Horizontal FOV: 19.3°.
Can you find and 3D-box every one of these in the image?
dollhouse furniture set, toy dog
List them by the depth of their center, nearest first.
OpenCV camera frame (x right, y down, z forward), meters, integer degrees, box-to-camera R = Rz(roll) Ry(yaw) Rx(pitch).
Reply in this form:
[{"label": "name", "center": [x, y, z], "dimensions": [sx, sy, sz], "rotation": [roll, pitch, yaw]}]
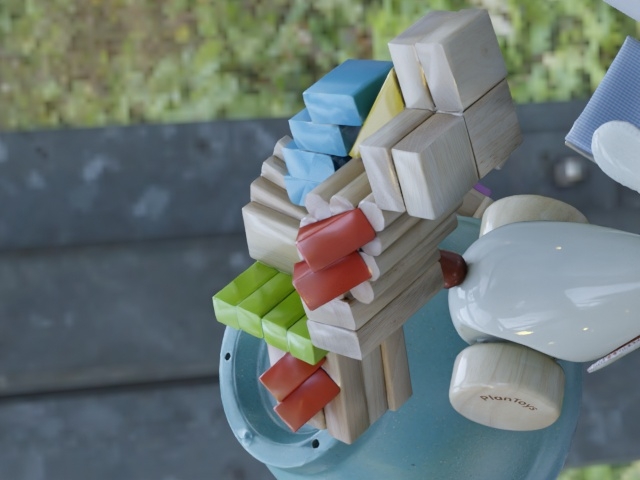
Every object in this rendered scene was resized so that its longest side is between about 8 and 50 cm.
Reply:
[{"label": "toy dog", "center": [0.184, 0.010, 1.270], "dimensions": [0.333, 0.161, 0.220], "rotation": [-39, 41, 34]}, {"label": "dollhouse furniture set", "center": [0.281, -0.089, 1.806], "dimensions": [0.303, 0.286, 0.198], "rotation": [-56, -6, -2]}]

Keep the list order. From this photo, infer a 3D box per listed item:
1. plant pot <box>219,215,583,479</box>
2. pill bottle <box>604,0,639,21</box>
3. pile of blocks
[{"label": "plant pot", "center": [0.042, 0.108, 1.558], "dimensions": [0.293, 0.196, 0.293], "rotation": [-13, 71, 44]}, {"label": "pill bottle", "center": [0.190, -0.267, 0.739], "dimensions": [0.363, 0.210, 0.210], "rotation": [-57, 25, 7]}, {"label": "pile of blocks", "center": [0.000, 0.000, 1.116], "dimensions": [0.149, 0.112, 0.362], "rotation": [39, 143, 16]}]
